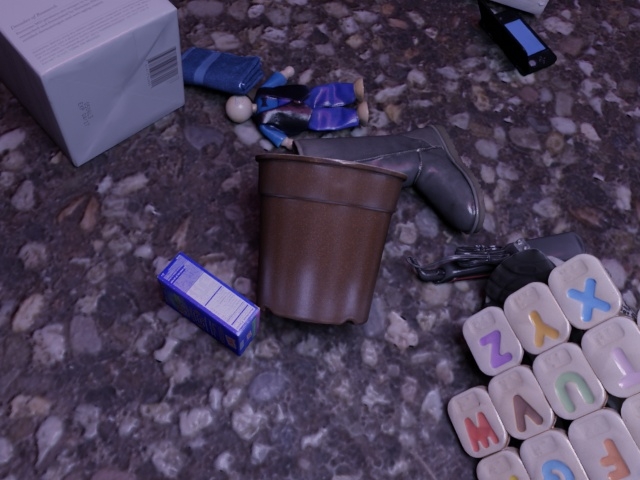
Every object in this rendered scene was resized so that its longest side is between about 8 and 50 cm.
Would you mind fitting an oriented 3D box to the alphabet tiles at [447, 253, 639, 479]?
[{"bbox_3d":[0.260,0.168,0.600,0.021,0.284,0.278,5,55,-49],"label":"alphabet tiles"}]

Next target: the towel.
[{"bbox_3d":[-0.141,-0.231,0.834,0.119,0.029,0.067,17,52,19],"label":"towel"}]

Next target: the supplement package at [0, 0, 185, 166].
[{"bbox_3d":[-0.329,-0.277,0.766,0.175,0.178,0.293,-38,75,-23],"label":"supplement package"}]

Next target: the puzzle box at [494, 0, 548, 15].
[{"bbox_3d":[0.200,-0.540,1.043,0.408,0.052,0.272,18,59,0],"label":"puzzle box"}]

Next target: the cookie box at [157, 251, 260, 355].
[{"bbox_3d":[-0.119,0.071,0.673,0.107,0.092,0.040,35,67,8],"label":"cookie box"}]

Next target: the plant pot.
[{"bbox_3d":[0.000,0.000,0.674,0.166,0.167,0.165,8,91,-5],"label":"plant pot"}]

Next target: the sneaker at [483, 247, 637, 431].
[{"bbox_3d":[0.352,0.184,0.672,0.181,0.158,0.411,-11,69,-30],"label":"sneaker"}]

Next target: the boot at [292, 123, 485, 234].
[{"bbox_3d":[0.082,-0.071,0.787,0.208,0.076,0.190,-8,52,-20],"label":"boot"}]

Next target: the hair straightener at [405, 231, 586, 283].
[{"bbox_3d":[0.218,0.013,0.756,0.230,0.089,0.047,-2,61,-9],"label":"hair straightener"}]

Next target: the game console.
[{"bbox_3d":[0.304,-0.322,0.949,0.107,0.071,0.122,-25,70,-19],"label":"game console"}]

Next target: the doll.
[{"bbox_3d":[-0.034,-0.184,0.840,0.188,0.046,0.129,-6,71,-5],"label":"doll"}]
